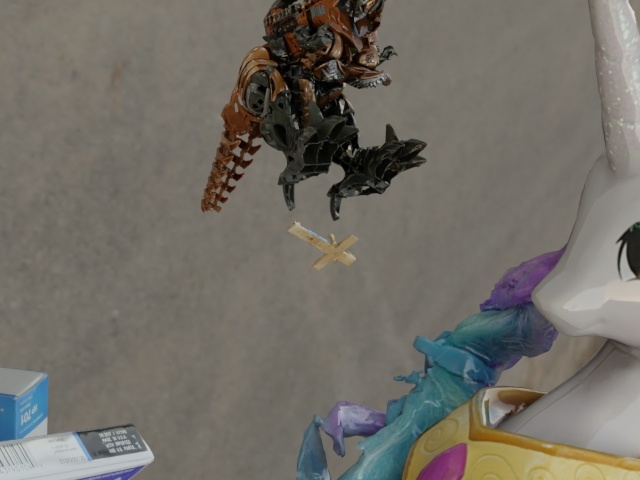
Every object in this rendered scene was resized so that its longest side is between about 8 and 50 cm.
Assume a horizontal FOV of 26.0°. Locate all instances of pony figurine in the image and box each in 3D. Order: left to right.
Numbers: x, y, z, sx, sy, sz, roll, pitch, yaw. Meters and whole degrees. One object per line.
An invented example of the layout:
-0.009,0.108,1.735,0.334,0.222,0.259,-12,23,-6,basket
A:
0.122,0.134,0.461,0.351,0.303,0.363,35,89,-27,pony figurine

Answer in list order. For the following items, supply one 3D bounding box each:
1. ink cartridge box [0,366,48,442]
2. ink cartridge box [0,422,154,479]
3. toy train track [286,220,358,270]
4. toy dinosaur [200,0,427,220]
-0.334,0.215,1.296,0.082,0.140,0.190,-49,143,-75,ink cartridge box
-0.266,0.223,1.089,0.208,0.045,0.206,-42,160,23,ink cartridge box
0.000,0.000,1.200,0.083,0.048,0.014,30,30,-44,toy train track
-0.011,-0.146,1.413,0.164,0.218,0.322,-10,144,-33,toy dinosaur
